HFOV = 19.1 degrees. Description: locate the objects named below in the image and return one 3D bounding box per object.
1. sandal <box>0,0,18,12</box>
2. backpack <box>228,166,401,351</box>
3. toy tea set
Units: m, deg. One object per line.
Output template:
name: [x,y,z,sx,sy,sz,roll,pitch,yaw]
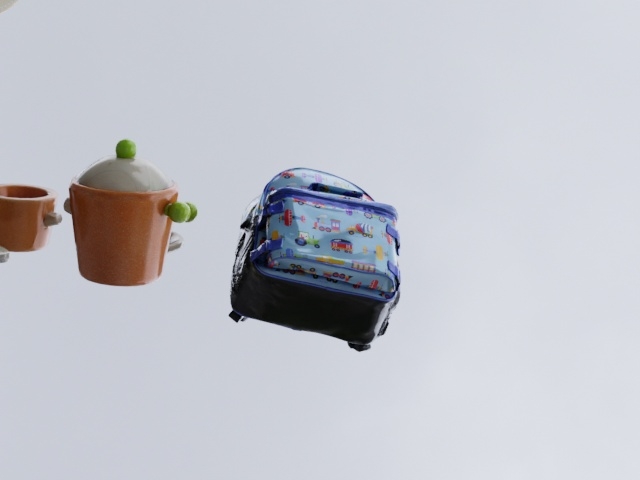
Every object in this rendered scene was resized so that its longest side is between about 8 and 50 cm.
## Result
sandal: [-0.394,-0.296,2.171,0.079,0.240,0.088,-15,-78,45]
backpack: [0.000,0.000,1.803,0.173,0.158,0.117,-85,-167,-45]
toy tea set: [-0.271,-0.043,1.695,0.200,0.336,0.124,-120,-146,-74]
